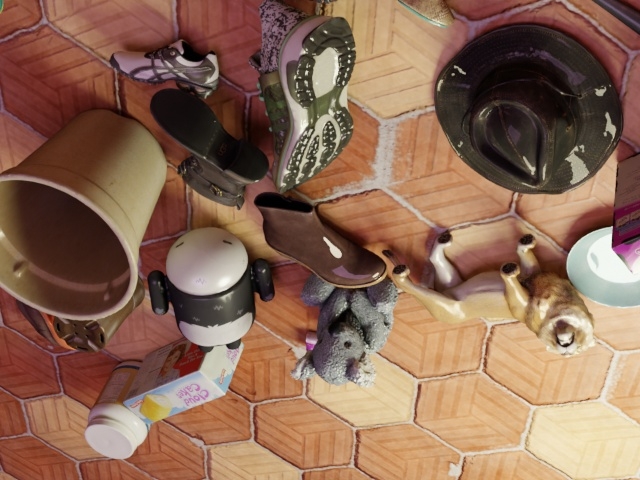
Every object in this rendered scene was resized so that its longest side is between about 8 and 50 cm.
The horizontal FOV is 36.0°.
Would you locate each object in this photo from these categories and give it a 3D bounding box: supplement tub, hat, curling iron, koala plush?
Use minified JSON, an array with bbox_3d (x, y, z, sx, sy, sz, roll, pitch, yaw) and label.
[{"bbox_3d":[-0.461,0.401,2.337,0.144,0.199,0.144,10,132,11],"label":"supplement tub"},{"bbox_3d":[0.335,-0.178,1.614,0.331,0.134,0.331,9,131,11],"label":"hat"},{"bbox_3d":[0.510,-0.303,1.511,0.274,0.035,0.068,34,131,-12],"label":"curling iron"},{"bbox_3d":[0.049,0.205,1.980,0.196,0.221,0.203,5,131,14],"label":"koala plush"}]

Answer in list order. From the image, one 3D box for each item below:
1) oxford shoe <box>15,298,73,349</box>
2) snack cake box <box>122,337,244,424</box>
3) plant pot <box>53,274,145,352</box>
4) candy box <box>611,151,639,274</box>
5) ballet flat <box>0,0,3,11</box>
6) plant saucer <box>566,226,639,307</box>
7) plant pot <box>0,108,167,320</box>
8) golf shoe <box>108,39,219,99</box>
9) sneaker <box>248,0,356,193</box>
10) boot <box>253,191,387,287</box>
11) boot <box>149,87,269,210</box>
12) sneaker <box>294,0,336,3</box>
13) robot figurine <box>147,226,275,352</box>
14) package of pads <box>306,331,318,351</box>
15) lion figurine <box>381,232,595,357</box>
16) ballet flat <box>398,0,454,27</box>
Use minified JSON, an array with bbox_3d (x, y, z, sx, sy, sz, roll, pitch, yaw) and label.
[{"bbox_3d":[-0.641,0.102,2.196,0.133,0.130,0.363,5,130,25],"label":"oxford shoe"},{"bbox_3d":[-0.310,0.302,2.234,0.264,0.152,0.089,-26,118,35],"label":"snack cake box"},{"bbox_3d":[-0.492,0.144,2.151,0.167,0.165,0.167,10,131,12],"label":"plant pot"},{"bbox_3d":[0.552,-0.067,1.565,0.159,0.233,0.071,-28,116,36],"label":"candy box"},{"bbox_3d":[-0.642,-0.493,1.726,0.077,0.077,0.231,0,130,46],"label":"ballet flat"},{"bbox_3d":[0.547,0.040,1.793,0.195,0.037,0.195,9,131,10],"label":"plant saucer"},{"bbox_3d":[-0.441,-0.075,1.849,0.334,0.305,0.333,10,132,11],"label":"plant pot"},{"bbox_3d":[-0.273,-0.321,1.747,0.198,0.077,0.094,13,122,-1],"label":"golf shoe"},{"bbox_3d":[-0.047,-0.255,1.707,0.182,0.158,0.410,47,149,27],"label":"sneaker"},{"bbox_3d":[0.000,0.000,1.872,0.248,0.090,0.207,15,156,16],"label":"boot"},{"bbox_3d":[-0.225,-0.153,1.818,0.263,0.091,0.229,38,157,-12],"label":"boot"},{"bbox_3d":[-0.076,-0.458,1.533,0.299,0.112,0.121,21,167,21],"label":"sneaker"},{"bbox_3d":[-0.223,0.101,2.022,0.173,0.209,0.278,31,142,35],"label":"robot figurine"},{"bbox_3d":[0.010,0.228,2.142,0.083,0.032,0.050,7,128,13],"label":"package of pads"},{"bbox_3d":[0.320,0.107,1.881,0.392,0.142,0.240,7,141,34],"label":"lion figurine"},{"bbox_3d":[0.128,-0.405,1.533,0.206,0.073,0.067,26,124,-7],"label":"ballet flat"}]
